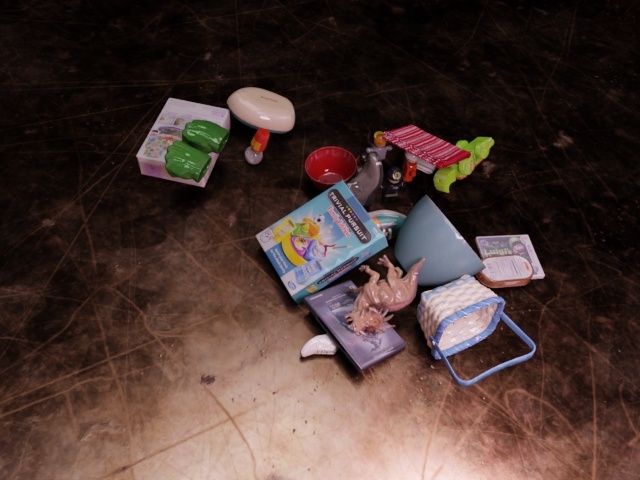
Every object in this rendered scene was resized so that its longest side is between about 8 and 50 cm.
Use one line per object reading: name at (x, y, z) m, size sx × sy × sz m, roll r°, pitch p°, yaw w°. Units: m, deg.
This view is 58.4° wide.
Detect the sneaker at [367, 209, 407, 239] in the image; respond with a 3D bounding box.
sneaker at (0.148, -0.025, 1.890) m, size 0.301 × 0.108 × 0.121 m, roll 1°, pitch 53°, yaw 4°

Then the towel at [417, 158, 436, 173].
towel at (0.403, -0.321, 2.192) m, size 0.113 × 0.023 × 0.152 m, roll 27°, pitch 53°, yaw 12°

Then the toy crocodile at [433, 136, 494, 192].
toy crocodile at (0.540, -0.295, 2.135) m, size 0.115 × 0.105 × 0.340 m, roll 10°, pitch 39°, yaw 42°

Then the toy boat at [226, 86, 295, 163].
toy boat at (-0.230, -0.434, 2.139) m, size 0.267 × 0.148 × 0.318 m, roll 15°, pitch 48°, yaw -17°

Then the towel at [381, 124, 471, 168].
towel at (0.377, -0.339, 2.023) m, size 0.274 × 0.031 × 0.198 m, roll 34°, pitch 38°, yaw 29°

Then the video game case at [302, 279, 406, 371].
video game case at (0.100, 0.244, 1.689) m, size 0.196 × 0.026 × 0.274 m, roll -17°, pitch 53°, yaw -39°

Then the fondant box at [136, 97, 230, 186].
fondant box at (-0.490, -0.363, 2.086) m, size 0.238 × 0.096 × 0.331 m, roll 12°, pitch 52°, yaw 3°

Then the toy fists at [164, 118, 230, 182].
toy fists at (-0.425, -0.309, 1.937) m, size 0.142 × 0.096 × 0.279 m, roll 25°, pitch 52°, yaw -1°

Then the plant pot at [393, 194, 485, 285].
plant pot at (0.346, 0.030, 1.785) m, size 0.195 × 0.290 × 0.290 m, roll -40°, pitch 60°, yaw 10°

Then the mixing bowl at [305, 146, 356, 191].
mixing bowl at (0.037, -0.236, 2.034) m, size 0.181 × 0.098 × 0.182 m, roll 0°, pitch 53°, yaw 0°

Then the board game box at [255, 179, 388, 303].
board game box at (0.000, 0.000, 1.796) m, size 0.336 × 0.079 × 0.254 m, roll -33°, pitch 60°, yaw -2°

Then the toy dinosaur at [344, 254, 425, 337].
toy dinosaur at (0.192, 0.167, 1.655) m, size 0.295 × 0.127 × 0.200 m, roll -23°, pitch 55°, yaw -7°

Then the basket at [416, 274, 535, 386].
basket at (0.429, 0.255, 1.630) m, size 0.254 × 0.201 × 0.289 m, roll -17°, pitch 44°, yaw -16°

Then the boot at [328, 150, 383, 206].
boot at (0.112, -0.186, 1.918) m, size 0.161 × 0.247 × 0.084 m, roll -10°, pitch 54°, yaw -18°

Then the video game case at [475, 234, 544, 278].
video game case at (0.634, 0.056, 1.922) m, size 0.190 × 0.022 × 0.173 m, roll -3°, pitch 53°, yaw -7°

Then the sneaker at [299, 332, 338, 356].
sneaker at (0.013, 0.303, 1.652) m, size 0.152 × 0.054 × 0.061 m, roll -22°, pitch 61°, yaw -22°

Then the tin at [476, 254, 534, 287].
tin at (0.598, 0.098, 1.851) m, size 0.189 × 0.040 × 0.106 m, roll -4°, pitch 58°, yaw -10°

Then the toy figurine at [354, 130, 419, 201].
toy figurine at (0.235, -0.270, 2.053) m, size 0.209 × 0.148 × 0.213 m, roll 32°, pitch 57°, yaw 18°
